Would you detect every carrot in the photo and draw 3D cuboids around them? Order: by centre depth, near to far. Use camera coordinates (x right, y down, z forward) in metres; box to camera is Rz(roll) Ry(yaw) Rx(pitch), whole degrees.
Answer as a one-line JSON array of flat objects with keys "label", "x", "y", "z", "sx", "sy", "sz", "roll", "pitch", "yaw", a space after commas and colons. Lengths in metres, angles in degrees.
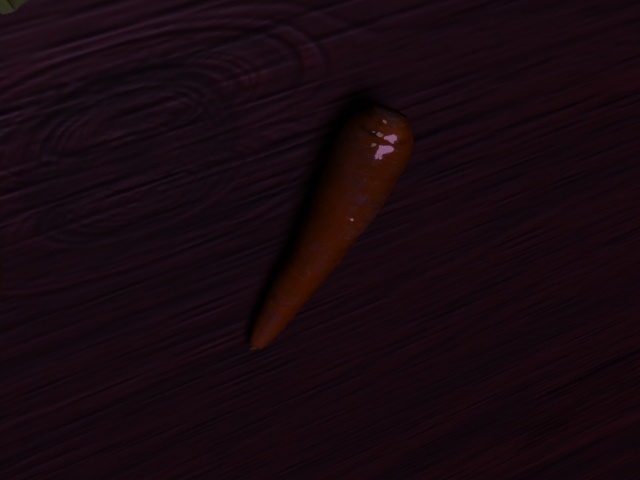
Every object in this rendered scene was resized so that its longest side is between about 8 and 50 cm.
[{"label": "carrot", "x": 0.000, "y": 0.000, "z": 0.630, "sx": 0.048, "sy": 0.048, "sz": 0.216, "roll": 5, "pitch": 129, "yaw": -37}]

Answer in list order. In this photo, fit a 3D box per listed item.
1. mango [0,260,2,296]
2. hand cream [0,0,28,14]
[{"label": "mango", "x": -0.213, "y": 0.012, "z": 0.464, "sx": 0.115, "sy": 0.089, "sz": 0.165, "roll": 14, "pitch": 115, "yaw": -30}, {"label": "hand cream", "x": -0.089, "y": -0.154, "z": 0.395, "sx": 0.174, "sy": 0.046, "sz": 0.095, "roll": -15, "pitch": 141, "yaw": 15}]
